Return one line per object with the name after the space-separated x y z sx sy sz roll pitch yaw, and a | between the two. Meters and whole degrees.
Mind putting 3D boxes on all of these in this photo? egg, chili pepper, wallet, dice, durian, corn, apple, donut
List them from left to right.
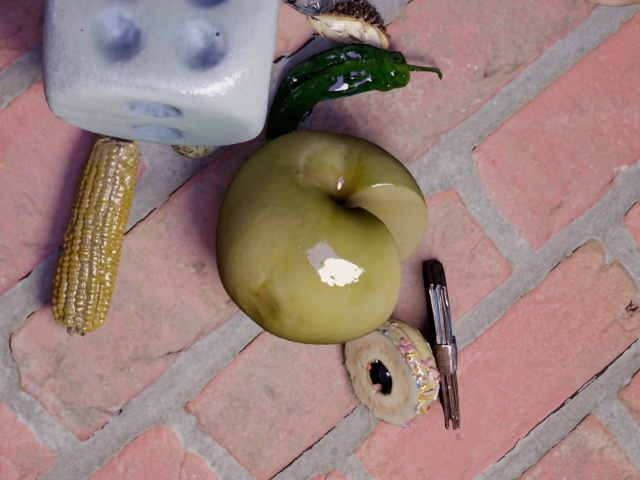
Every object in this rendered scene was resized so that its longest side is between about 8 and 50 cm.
-0.308 -0.006 1.558 0.087 0.086 0.288 12 99 -17 | corn
-0.186 -0.268 1.387 0.265 0.262 0.268 7 83 -5 | dice
-0.160 -0.162 1.553 0.085 0.085 0.110 41 86 -19 | egg
0.000 0.000 1.531 0.292 0.292 0.254 15 141 -17 | apple
0.040 -0.212 1.601 0.279 0.065 0.122 -23 131 -3 | chili pepper
0.045 -0.307 1.603 0.130 0.052 0.066 22 136 -15 | durian
0.106 0.187 1.671 0.068 0.175 0.174 -24 110 -37 | donut
0.180 0.153 1.698 0.042 0.124 0.230 -5 105 5 | wallet

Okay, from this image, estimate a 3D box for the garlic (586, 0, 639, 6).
0.470 -0.485 1.611 0.196 0.151 0.338 27 94 -6 | garlic

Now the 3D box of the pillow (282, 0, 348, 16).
0.041 -0.459 1.528 0.162 0.092 0.335 19 99 -12 | pillow
